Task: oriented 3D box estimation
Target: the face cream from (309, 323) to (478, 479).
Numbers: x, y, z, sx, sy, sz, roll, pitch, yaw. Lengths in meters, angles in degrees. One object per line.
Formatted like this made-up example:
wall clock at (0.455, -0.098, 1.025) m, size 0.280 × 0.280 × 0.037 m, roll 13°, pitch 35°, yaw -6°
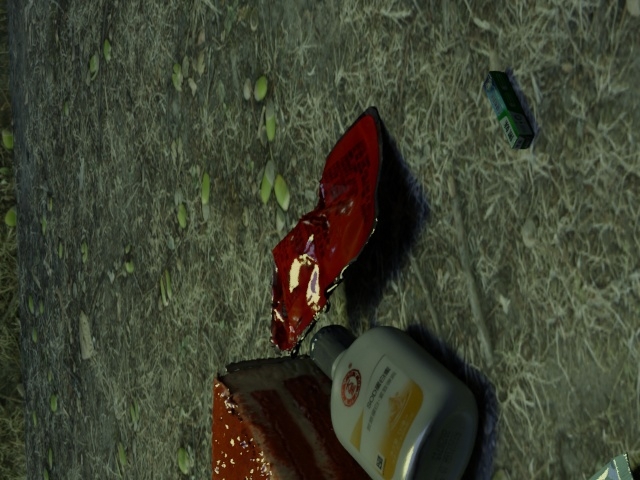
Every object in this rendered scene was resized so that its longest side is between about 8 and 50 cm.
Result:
face cream at (0.065, 0.160, 1.622) m, size 0.143 × 0.071 × 0.291 m, roll -68°, pitch 27°, yaw 12°

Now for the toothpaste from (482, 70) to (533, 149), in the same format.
toothpaste at (0.170, -0.119, 1.435) m, size 0.020 × 0.017 × 0.083 m, roll 113°, pitch 148°, yaw -44°

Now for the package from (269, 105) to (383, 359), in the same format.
package at (0.000, 0.000, 1.747) m, size 0.269 × 0.071 × 0.194 m, roll 117°, pitch 151°, yaw -43°

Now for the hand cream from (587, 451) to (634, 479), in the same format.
hand cream at (0.185, 0.277, 1.360) m, size 0.331 × 0.058 × 0.085 m, roll 126°, pitch 139°, yaw -56°

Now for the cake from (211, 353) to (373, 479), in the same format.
cake at (-0.018, 0.264, 1.729) m, size 0.262 × 0.158 × 0.159 m, roll -124°, pitch 36°, yaw -52°
